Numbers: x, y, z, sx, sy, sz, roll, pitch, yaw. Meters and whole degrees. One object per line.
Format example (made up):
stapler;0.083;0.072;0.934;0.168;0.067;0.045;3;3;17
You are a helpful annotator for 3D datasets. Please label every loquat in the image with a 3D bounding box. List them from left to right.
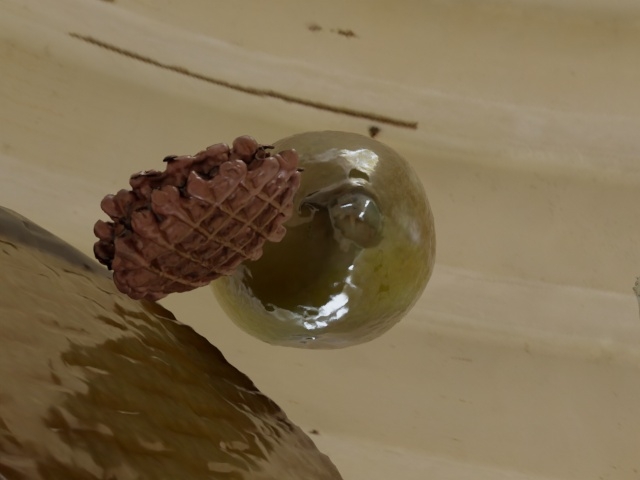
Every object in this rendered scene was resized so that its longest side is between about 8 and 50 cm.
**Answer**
loquat;0.000;0.000;0.649;0.152;0.195;0.152;2;-98;-14

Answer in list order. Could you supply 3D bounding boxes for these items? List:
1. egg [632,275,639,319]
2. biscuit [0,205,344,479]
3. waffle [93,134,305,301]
egg;0.255;0.103;0.297;0.337;0.337;0.201;2;-86;29
biscuit;-0.079;0.087;0.447;0.040;0.318;0.318;-49;-125;5
waffle;-0.044;-0.007;0.375;0.083;0.075;0.029;-22;-113;-27
